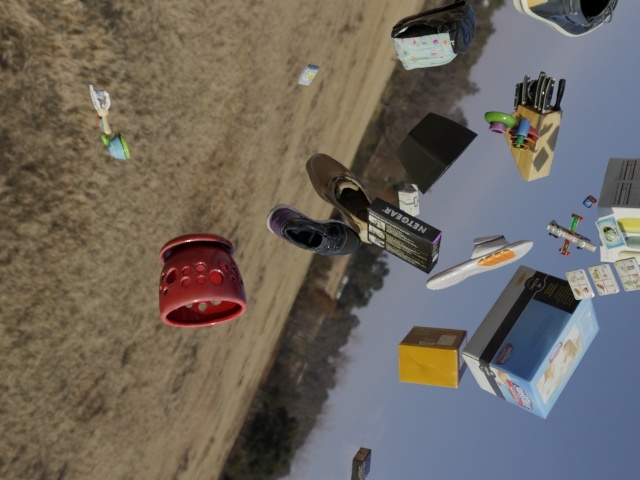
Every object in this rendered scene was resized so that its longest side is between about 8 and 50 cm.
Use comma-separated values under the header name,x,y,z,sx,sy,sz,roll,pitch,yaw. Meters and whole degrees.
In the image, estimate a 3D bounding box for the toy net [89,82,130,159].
name,x,y,z,sx,sy,sz,roll,pitch,yaw
toy net,-0.550,-0.317,1.658,0.045,0.122,0.232,-22,142,-19

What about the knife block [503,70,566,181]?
name,x,y,z,sx,sy,sz,roll,pitch,yaw
knife block,0.641,-0.339,1.858,0.088,0.275,0.242,-17,172,-24

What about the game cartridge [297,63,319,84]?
name,x,y,z,sx,sy,sz,roll,pitch,yaw
game cartridge,-0.045,-0.592,2.298,0.056,0.017,0.083,-2,140,-43

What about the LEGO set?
name,x,y,z,sx,sy,sz,roll,pitch,yaw
LEGO set,0.665,0.013,1.565,0.060,0.244,0.183,-26,-177,-39

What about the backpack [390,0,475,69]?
name,x,y,z,sx,sy,sz,roll,pitch,yaw
backpack,0.252,-0.464,1.470,0.152,0.182,0.115,-57,134,-44

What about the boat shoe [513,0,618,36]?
name,x,y,z,sx,sy,sz,roll,pitch,yaw
boat shoe,0.628,-0.593,1.531,0.500,0.156,0.186,-14,106,-48

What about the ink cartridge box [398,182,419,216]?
name,x,y,z,sx,sy,sz,roll,pitch,yaw
ink cartridge box,0.242,-0.112,1.760,0.028,0.048,0.083,-23,114,-38

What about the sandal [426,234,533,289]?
name,x,y,z,sx,sy,sz,roll,pitch,yaw
sandal,0.363,0.034,1.504,0.102,0.266,0.076,56,13,-67

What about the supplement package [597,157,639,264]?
name,x,y,z,sx,sy,sz,roll,pitch,yaw
supplement package,0.851,-0.069,1.604,0.198,0.263,0.199,-59,140,-35

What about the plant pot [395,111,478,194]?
name,x,y,z,sx,sy,sz,roll,pitch,yaw
plant pot,0.354,-0.293,2.051,0.187,0.167,0.188,-46,175,-27

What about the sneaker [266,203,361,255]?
name,x,y,z,sx,sy,sz,roll,pitch,yaw
sneaker,0.000,0.000,1.678,0.124,0.284,0.107,44,-66,55

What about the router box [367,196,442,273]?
name,x,y,z,sx,sy,sz,roll,pitch,yaw
router box,0.193,-0.010,1.507,0.046,0.179,0.133,-49,155,-25

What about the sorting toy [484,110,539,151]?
name,x,y,z,sx,sy,sz,roll,pitch,yaw
sorting toy,0.300,-0.166,1.008,0.061,0.102,0.042,12,-96,67

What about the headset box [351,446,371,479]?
name,x,y,z,sx,sy,sz,roll,pitch,yaw
headset box,0.102,0.569,1.620,0.083,0.032,0.062,-17,111,-71

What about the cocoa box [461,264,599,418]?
name,x,y,z,sx,sy,sz,roll,pitch,yaw
cocoa box,0.626,0.294,1.893,0.347,0.228,0.231,-51,134,-18

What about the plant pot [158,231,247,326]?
name,x,y,z,sx,sy,sz,roll,pitch,yaw
plant pot,-0.267,0.087,1.440,0.191,0.191,0.174,109,-25,-63

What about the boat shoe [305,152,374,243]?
name,x,y,z,sx,sy,sz,roll,pitch,yaw
boat shoe,0.073,-0.145,1.845,0.122,0.341,0.110,-36,155,-10

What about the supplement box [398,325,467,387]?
name,x,y,z,sx,sy,sz,roll,pitch,yaw
supplement box,0.376,0.381,2.131,0.194,0.192,0.129,-27,116,-64
